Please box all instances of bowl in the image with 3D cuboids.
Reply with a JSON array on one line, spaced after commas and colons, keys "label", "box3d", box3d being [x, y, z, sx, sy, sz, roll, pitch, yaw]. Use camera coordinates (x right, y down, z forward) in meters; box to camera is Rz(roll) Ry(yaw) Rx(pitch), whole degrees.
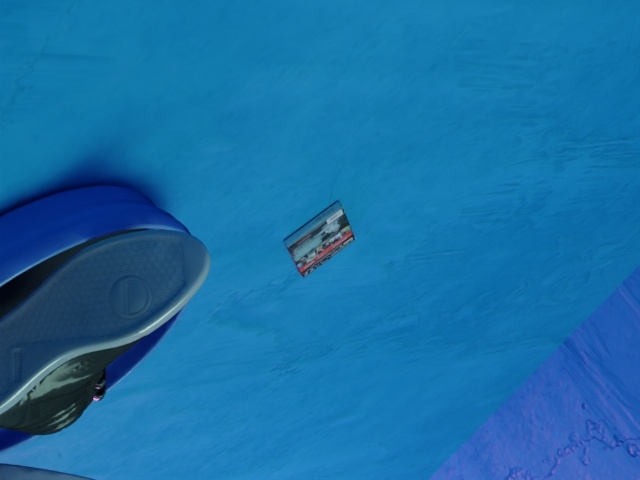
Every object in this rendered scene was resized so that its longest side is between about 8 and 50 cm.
[{"label": "bowl", "box3d": [-0.306, 0.090, 1.838, 0.391, 0.077, 0.391, -32, 158, -15]}]

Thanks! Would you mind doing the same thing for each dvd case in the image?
[{"label": "dvd case", "box3d": [0.000, 0.000, 2.228, 0.087, 0.013, 0.119, -37, 160, -4]}]

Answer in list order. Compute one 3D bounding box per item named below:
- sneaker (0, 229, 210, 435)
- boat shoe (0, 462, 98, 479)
[{"label": "sneaker", "box3d": [-0.226, 0.092, 1.737, 0.295, 0.104, 0.147, -33, 161, 4]}, {"label": "boat shoe", "box3d": [-0.403, 0.314, 1.809, 0.367, 0.156, 0.136, 4, 163, -19]}]
